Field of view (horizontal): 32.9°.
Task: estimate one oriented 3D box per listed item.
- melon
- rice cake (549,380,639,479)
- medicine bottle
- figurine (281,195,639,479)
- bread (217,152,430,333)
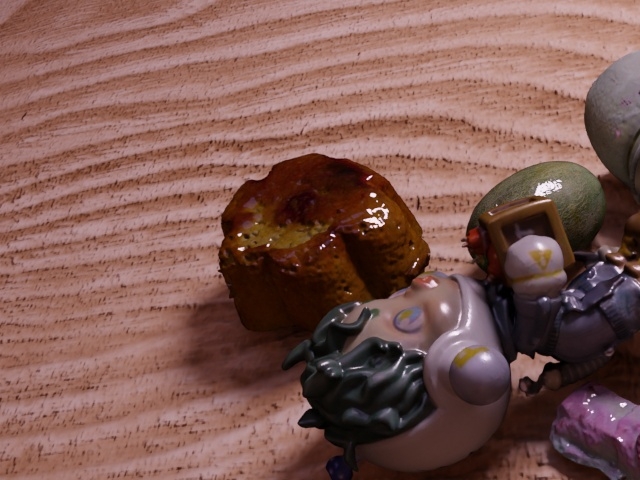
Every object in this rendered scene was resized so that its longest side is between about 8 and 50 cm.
[{"bbox_3d":[0.223,-0.017,1.140,0.167,0.114,0.114,-32,37,-15],"label":"melon"},{"bbox_3d":[0.299,0.200,0.876,0.081,0.051,0.290,-35,37,-16],"label":"rice cake"},{"bbox_3d":[0.371,-0.115,1.155,0.147,0.147,0.143,-22,37,1],"label":"medicine bottle"},{"bbox_3d":[0.149,0.080,0.979,0.382,0.186,0.261,-28,-1,3],"label":"figurine"},{"bbox_3d":[-0.004,0.009,1.210,0.232,0.135,0.247,-42,39,-18],"label":"bread"}]
